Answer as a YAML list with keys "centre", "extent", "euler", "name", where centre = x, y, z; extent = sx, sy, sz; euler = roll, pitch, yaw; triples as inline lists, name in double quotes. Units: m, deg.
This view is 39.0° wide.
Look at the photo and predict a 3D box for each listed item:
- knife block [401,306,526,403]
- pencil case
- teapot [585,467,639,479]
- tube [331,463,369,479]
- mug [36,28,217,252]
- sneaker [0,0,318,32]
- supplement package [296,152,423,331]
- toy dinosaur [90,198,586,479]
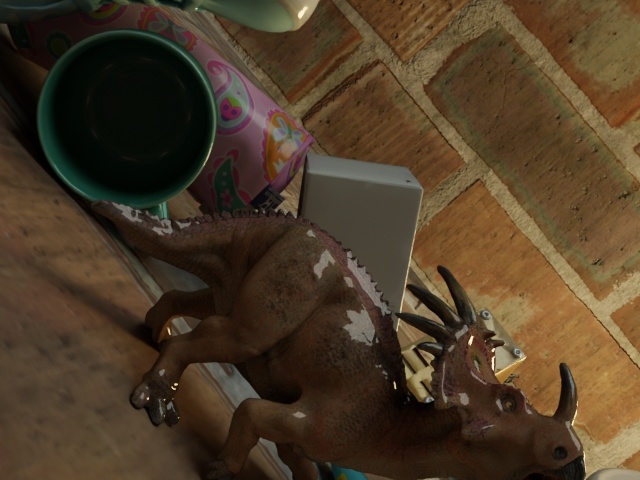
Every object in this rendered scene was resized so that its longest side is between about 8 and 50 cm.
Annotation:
- centre: [0.158, 0.207, 1.233]
  extent: [0.276, 0.242, 0.088]
  euler: [-21, 63, -34]
  name: "knife block"
- centre: [-0.140, -0.132, 0.807]
  extent: [0.284, 0.124, 0.124]
  euler: [42, 9, -6]
  name: "pencil case"
- centre: [0.479, 0.482, 1.362]
  extent: [0.256, 0.187, 0.252]
  euler: [2, 22, -44]
  name: "teapot"
- centre: [0.045, 0.214, 0.636]
  extent: [0.080, 0.052, 0.207]
  euler: [61, -1, -19]
  name: "tube"
- centre: [-0.150, -0.085, 0.699]
  extent: [0.130, 0.157, 0.097]
  euler: [24, 11, -11]
  name: "mug"
- centre: [-0.186, -0.218, 0.697]
  extent: [0.366, 0.150, 0.135]
  euler: [22, 0, -10]
  name: "sneaker"
- centre: [0.024, 0.019, 0.850]
  extent: [0.105, 0.179, 0.105]
  euler: [8, 14, -4]
  name: "supplement package"
- centre: [0.004, 0.058, 0.558]
  extent: [0.295, 0.200, 0.127]
  euler: [50, 8, 1]
  name: "toy dinosaur"
